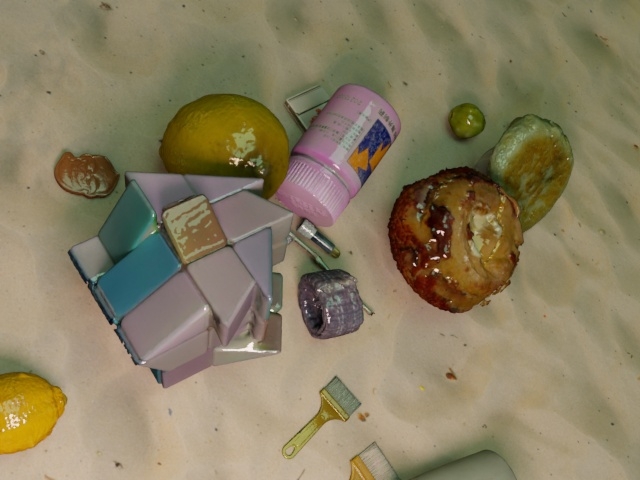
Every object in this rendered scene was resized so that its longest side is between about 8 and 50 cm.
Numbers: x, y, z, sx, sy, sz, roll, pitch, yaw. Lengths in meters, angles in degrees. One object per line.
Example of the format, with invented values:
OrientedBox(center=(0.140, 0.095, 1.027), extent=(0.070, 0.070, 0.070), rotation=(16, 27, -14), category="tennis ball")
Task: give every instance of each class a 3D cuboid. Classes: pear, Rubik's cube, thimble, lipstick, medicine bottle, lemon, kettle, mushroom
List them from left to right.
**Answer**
OrientedBox(center=(-0.533, 0.299, 1.394), extent=(0.187, 0.142, 0.142), rotation=(-13, 74, -32), category="lemon")
OrientedBox(center=(-0.233, 0.069, 1.492), extent=(0.368, 0.358, 0.387), rotation=(-27, 67, -23), category="Rubik's cube")
OrientedBox(center=(-0.200, -0.184, 1.665), extent=(0.245, 0.320, 0.245), rotation=(-16, 117, -34), category="lemon")
OrientedBox(center=(0.000, 0.000, 1.808), extent=(0.116, 0.037, 0.037), rotation=(39, 59, -8), category="lipstick")
OrientedBox(center=(0.021, 0.133, 1.696), extent=(0.098, 0.150, 0.150), rotation=(-10, 73, -23), category="thimble")
OrientedBox(center=(0.037, -0.191, 1.794), extent=(0.178, 0.178, 0.290), rotation=(36, 71, -5), category="medicine bottle")
OrientedBox(center=(0.264, 0.566, 1.620), extent=(0.256, 0.165, 0.240), rotation=(-12, 103, -26), category="kettle")
OrientedBox(center=(0.382, -0.310, 2.070), extent=(0.097, 0.092, 0.092), rotation=(8, 66, -19), category="pear")
OrientedBox(center=(0.498, -0.224, 2.081), extent=(0.118, 0.103, 0.270), rotation=(44, 51, 2), category="mushroom")

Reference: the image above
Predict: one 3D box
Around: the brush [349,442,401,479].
OrientedBox(center=(0.043, 0.525, 1.617), extent=(0.272, 0.013, 0.103), rotation=(-31, 82, -29), category="brush")

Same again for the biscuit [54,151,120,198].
OrientedBox(center=(-0.485, -0.137, 1.667), extent=(0.131, 0.019, 0.102), rotation=(9, 67, -20), category="biscuit")

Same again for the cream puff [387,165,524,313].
OrientedBox(center=(0.289, -0.006, 1.819), extent=(0.351, 0.229, 0.350), rotation=(3, 85, -39), category="cream puff")

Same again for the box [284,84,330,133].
OrientedBox(center=(0.009, -0.274, 1.929), extent=(0.109, 0.029, 0.198), rotation=(-30, 83, -30), category="box")

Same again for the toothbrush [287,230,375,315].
OrientedBox(center=(0.013, 0.066, 1.789), extent=(0.294, 0.026, 0.028), rotation=(41, 78, -2), category="toothbrush")

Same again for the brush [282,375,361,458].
OrientedBox(center=(-0.006, 0.377, 1.660), extent=(0.205, 0.011, 0.083), rotation=(-40, 89, -30), category="brush")

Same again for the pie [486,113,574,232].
OrientedBox(center=(0.509, -0.153, 1.982), extent=(0.323, 0.323, 0.071), rotation=(-26, 37, -29), category="pie")
